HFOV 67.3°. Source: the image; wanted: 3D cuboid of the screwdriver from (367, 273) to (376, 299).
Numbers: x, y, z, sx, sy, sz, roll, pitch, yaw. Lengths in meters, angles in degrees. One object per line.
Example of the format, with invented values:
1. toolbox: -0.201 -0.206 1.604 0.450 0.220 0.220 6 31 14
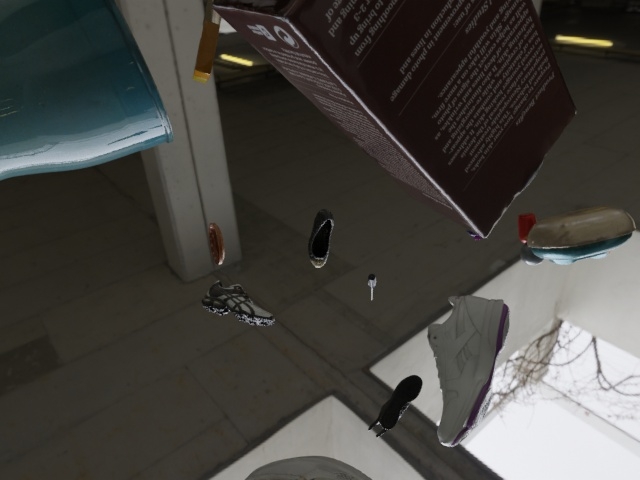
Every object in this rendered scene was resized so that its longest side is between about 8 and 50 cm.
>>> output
1. screwdriver: 0.145 0.133 1.320 0.025 0.170 0.024 5 -118 14

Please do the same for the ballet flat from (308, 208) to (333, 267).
1. ballet flat: 0.000 0.000 1.250 0.057 0.173 0.049 0 -149 -12

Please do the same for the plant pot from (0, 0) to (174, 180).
1. plant pot: -0.386 -0.215 0.670 0.255 0.272 0.271 -28 -141 -15

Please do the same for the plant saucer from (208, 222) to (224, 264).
1. plant saucer: -0.201 0.006 0.934 0.013 0.083 0.083 -10 -148 -23

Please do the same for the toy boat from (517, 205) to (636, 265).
1. toy boat: 0.628 -0.001 1.237 0.267 0.148 0.318 -13 -176 -15

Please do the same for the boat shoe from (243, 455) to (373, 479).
1. boat shoe: 0.007 0.248 0.407 0.277 0.098 0.096 -11 163 38

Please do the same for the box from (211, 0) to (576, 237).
1. box: 0.106 -0.176 0.487 0.191 0.381 0.143 -54 -137 2

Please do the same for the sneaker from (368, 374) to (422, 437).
1. sneaker: 0.175 0.387 1.127 0.051 0.089 0.170 36 -102 11

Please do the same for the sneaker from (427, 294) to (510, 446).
1. sneaker: 0.276 0.252 0.969 0.152 0.114 0.305 12 -112 31

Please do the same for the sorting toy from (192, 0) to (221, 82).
1. sorting toy: -0.120 -0.355 0.638 0.041 0.307 0.229 11 -177 -19

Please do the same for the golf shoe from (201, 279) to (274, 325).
1. golf shoe: -0.206 0.160 1.254 0.198 0.077 0.094 17 -116 6

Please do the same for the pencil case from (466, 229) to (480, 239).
1. pencil case: 0.402 -0.081 1.217 0.064 0.152 0.070 0 -140 16
